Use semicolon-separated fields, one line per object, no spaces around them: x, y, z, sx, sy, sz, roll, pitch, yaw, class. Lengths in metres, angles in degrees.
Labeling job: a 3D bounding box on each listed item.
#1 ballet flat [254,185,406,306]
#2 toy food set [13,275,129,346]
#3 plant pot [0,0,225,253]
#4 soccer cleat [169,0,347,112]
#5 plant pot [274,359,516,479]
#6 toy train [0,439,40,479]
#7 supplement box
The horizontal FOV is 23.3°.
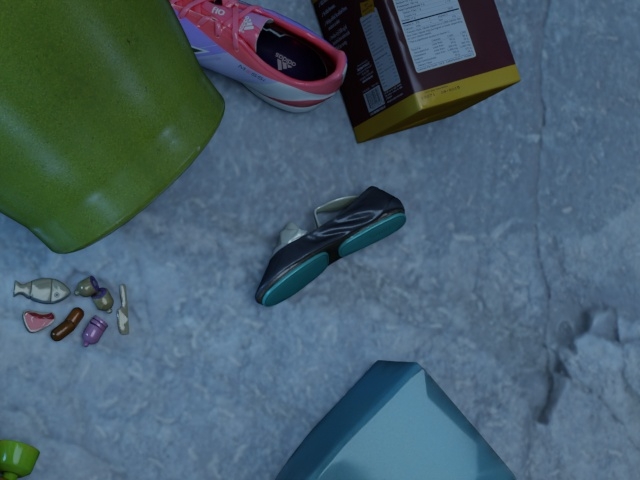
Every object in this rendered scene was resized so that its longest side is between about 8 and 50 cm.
0.000;0.000;1.741;0.203;0.074;0.074;-31;93;-14;ballet flat
-0.265;0.076;1.658;0.122;0.019;0.078;-3;83;-19;toy food set
-0.291;-0.188;1.541;0.366;0.366;0.353;-48;111;-19;plant pot
-0.118;-0.237;1.703;0.318;0.116;0.109;23;75;-15;soccer cleat
0.052;0.269;1.667;0.234;0.165;0.165;-42;96;-13;plant pot
-0.319;0.269;1.576;0.248;0.105;0.143;22;62;-15;toy train
0.100;-0.233;1.738;0.129;0.191;0.194;-17;89;-21;supplement box
